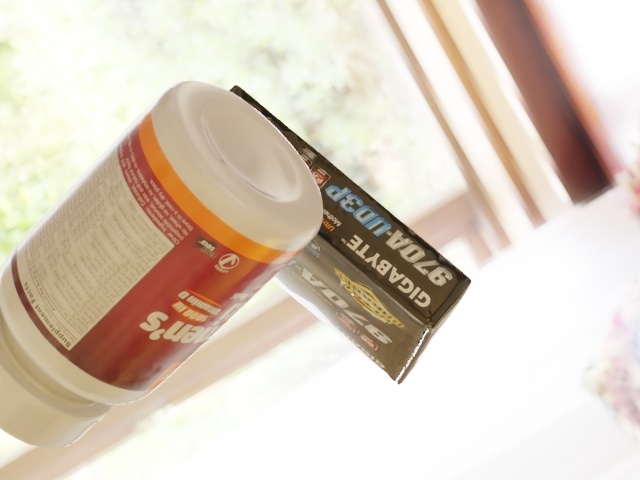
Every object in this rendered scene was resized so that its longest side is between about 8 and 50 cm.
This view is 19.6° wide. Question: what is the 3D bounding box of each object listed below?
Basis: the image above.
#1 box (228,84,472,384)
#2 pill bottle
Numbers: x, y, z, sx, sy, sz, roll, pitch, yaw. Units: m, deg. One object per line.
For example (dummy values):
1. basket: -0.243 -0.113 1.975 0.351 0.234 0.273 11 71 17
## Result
1. box: 0.000 0.000 1.347 0.220 0.051 0.175 40 163 6
2. pill bottle: -0.112 0.019 1.089 0.121 0.221 0.121 36 -154 -21
